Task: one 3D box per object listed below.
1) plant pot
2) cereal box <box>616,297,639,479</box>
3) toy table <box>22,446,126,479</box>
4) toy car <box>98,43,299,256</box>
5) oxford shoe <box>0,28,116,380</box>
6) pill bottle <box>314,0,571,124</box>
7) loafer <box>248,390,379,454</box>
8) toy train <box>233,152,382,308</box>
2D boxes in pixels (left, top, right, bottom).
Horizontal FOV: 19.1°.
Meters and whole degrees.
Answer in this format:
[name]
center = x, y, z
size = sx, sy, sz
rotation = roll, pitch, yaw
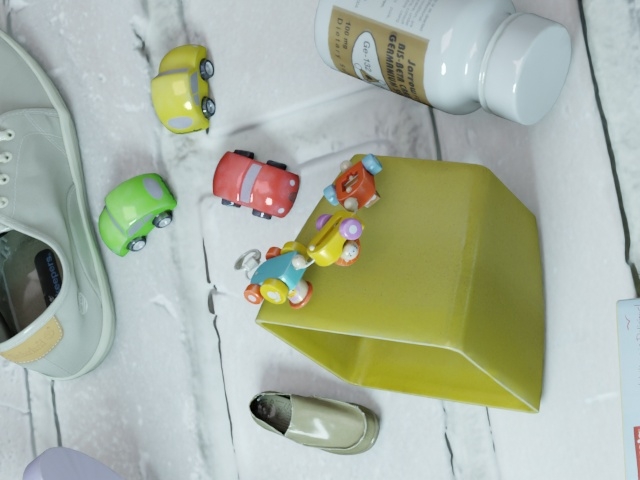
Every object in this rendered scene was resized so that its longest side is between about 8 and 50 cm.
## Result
[plant pot]
center = 0.097, 0.033, 1.786
size = 0.212, 0.212, 0.187
rotation = 7, 73, 30
[cereal box]
center = 0.385, 0.129, 1.689
size = 0.240, 0.047, 0.173
rotation = -6, 79, 29
[toy table]
center = -0.233, 0.352, 1.905
size = 0.161, 0.252, 0.274
rotation = -41, 93, 18
[toy car]
center = -0.161, -0.068, 2.023
size = 0.225, 0.053, 0.239
rotation = -43, 65, 17
[oxford shoe]
center = -0.350, -0.058, 2.087
size = 0.169, 0.130, 0.449
rotation = -30, 68, 24
[pill bottle]
center = 0.119, -0.194, 1.840
size = 0.229, 0.131, 0.131
rotation = 24, 94, 30
[loafer]
center = -0.011, 0.182, 1.902
size = 0.148, 0.050, 0.056
rotation = 5, 85, 30
[toy train]
center = 0.000, 0.000, 1.711
size = 0.166, 0.046, 0.125
rotation = -40, 23, 11
